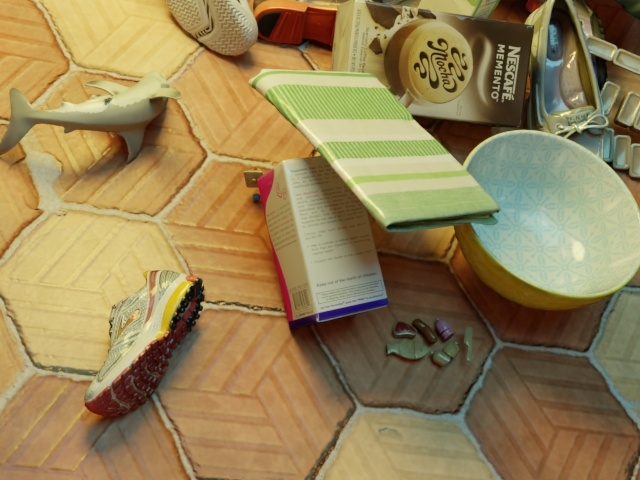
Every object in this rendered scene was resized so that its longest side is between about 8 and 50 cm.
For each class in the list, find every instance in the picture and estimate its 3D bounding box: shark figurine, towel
[{"bbox_3d":[-0.308,-0.165,1.514,0.278,0.116,0.166,-20,32,-36],"label":"shark figurine"},{"bbox_3d":[0.074,-0.128,1.433,0.248,0.038,0.325,-5,46,-44],"label":"towel"}]

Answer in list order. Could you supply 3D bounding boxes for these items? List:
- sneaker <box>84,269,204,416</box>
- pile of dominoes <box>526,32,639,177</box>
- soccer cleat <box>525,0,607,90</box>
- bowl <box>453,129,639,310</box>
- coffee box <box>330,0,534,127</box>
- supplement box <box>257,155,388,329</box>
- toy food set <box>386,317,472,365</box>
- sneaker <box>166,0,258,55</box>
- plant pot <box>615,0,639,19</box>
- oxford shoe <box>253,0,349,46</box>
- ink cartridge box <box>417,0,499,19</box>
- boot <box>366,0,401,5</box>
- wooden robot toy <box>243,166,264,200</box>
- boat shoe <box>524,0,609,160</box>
[{"bbox_3d":[-0.238,0.130,1.360,0.093,0.088,0.225,17,52,19],"label":"sneaker"},{"bbox_3d":[0.478,-0.237,1.810,0.251,0.040,0.196,24,88,1],"label":"pile of dominoes"},{"bbox_3d":[0.438,-0.402,1.912,0.116,0.108,0.318,-14,68,7],"label":"soccer cleat"},{"bbox_3d":[0.314,-0.004,1.564,0.290,0.156,0.289,8,56,-13],"label":"bowl"},{"bbox_3d":[0.173,-0.278,1.678,0.297,0.119,0.168,4,96,-14],"label":"coffee box"},{"bbox_3d":[0.000,0.000,1.447,0.114,0.111,0.220,-12,85,-24],"label":"supplement box"},{"bbox_3d":[0.155,0.143,1.505,0.122,0.019,0.078,10,55,-2],"label":"toy food set"},{"bbox_3d":[-0.179,-0.484,1.720,0.210,0.137,0.366,-35,88,-41],"label":"sneaker"},{"bbox_3d":[0.513,-0.561,1.767,0.334,0.341,0.341,23,54,-7],"label":"plant pot"},{"bbox_3d":[0.022,-0.381,1.758,0.271,0.097,0.098,7,50,-14],"label":"oxford shoe"},{"bbox_3d":[0.242,-0.420,1.779,0.062,0.209,0.109,-25,69,-27],"label":"ink cartridge box"},{"bbox_3d":[0.157,-0.477,1.865,0.069,0.086,0.190,42,56,12],"label":"boot"},{"bbox_3d":[-0.027,-0.088,1.568,0.173,0.076,0.079,20,43,-5],"label":"wooden robot toy"},{"bbox_3d":[0.404,-0.242,1.731,0.118,0.103,0.320,-5,83,-2],"label":"boat shoe"}]
